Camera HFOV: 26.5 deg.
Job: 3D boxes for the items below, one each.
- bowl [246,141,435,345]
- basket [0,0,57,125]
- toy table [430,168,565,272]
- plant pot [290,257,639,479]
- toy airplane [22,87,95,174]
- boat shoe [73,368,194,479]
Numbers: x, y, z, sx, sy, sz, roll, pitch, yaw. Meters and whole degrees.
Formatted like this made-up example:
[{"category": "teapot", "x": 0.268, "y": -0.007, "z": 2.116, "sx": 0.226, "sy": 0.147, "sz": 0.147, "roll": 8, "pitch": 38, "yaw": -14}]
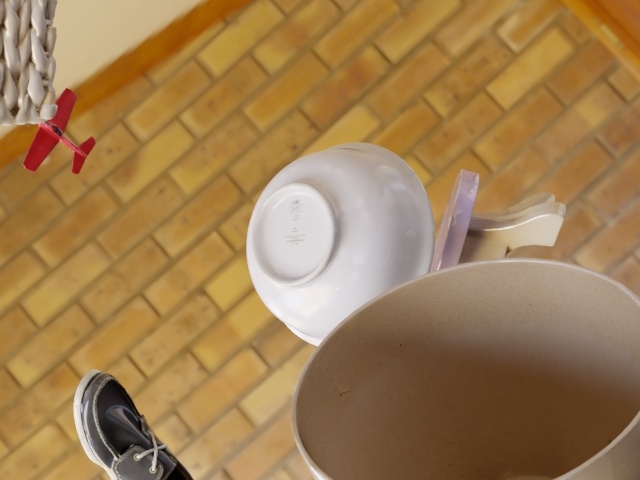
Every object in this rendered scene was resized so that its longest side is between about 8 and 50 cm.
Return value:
[{"category": "bowl", "x": 0.000, "y": 0.000, "z": 1.877, "sx": 0.298, "sy": 0.298, "sz": 0.134, "roll": -45, "pitch": -30, "yaw": 22}, {"category": "basket", "x": -0.432, "y": -0.273, "z": 1.287, "sx": 0.267, "sy": 0.331, "sz": 0.328, "roll": -7, "pitch": -72, "yaw": -35}, {"category": "toy table", "x": 0.252, "y": 0.018, "z": 1.998, "sx": 0.274, "sy": 0.161, "sz": 0.252, "roll": 99, "pitch": -175, "yaw": -64}, {"category": "plant pot", "x": 0.138, "y": 0.174, "z": 1.072, "sx": 0.284, "sy": 0.284, "sz": 0.190, "roll": -37, "pitch": -54, "yaw": -27}, {"category": "toy airplane", "x": -0.411, "y": -0.160, "z": 2.159, "sx": 0.151, "sy": 0.028, "sz": 0.151, "roll": -25, "pitch": -58, "yaw": -49}, {"category": "boat shoe", "x": -0.190, "y": 0.224, "z": 1.446, "sx": 0.084, "sy": 0.079, "sz": 0.233, "roll": -61, "pitch": -39, "yaw": -42}]
